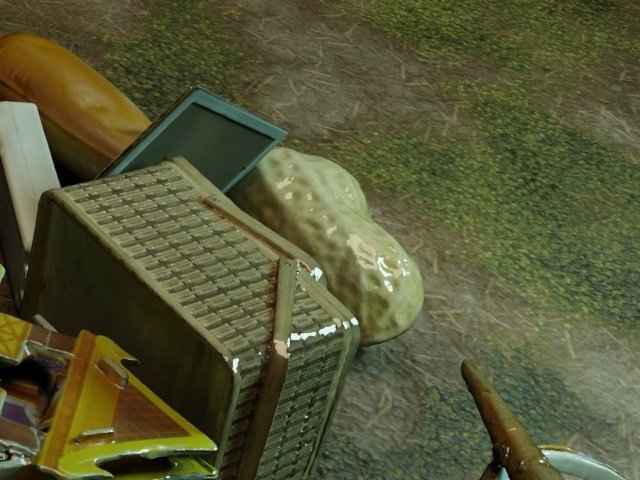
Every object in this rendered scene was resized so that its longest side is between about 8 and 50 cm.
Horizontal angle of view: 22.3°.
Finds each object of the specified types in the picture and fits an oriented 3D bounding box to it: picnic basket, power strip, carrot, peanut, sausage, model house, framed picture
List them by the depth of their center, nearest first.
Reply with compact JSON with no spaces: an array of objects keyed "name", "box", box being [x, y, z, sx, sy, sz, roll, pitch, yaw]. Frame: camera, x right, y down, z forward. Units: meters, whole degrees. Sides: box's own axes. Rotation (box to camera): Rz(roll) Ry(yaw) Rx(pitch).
[{"name":"model house","box":[-0.240,0.190,1.325,0.313,0.242,0.358,18,26,-7]},{"name":"carrot","box":[0.170,0.179,1.416,0.049,0.049,0.254,4,30,-22]},{"name":"picnic basket","box":[-0.123,0.096,1.543,0.175,0.228,0.313,-18,46,-40]},{"name":"framed picture","box":[-0.155,-0.067,1.693,0.017,0.217,0.274,49,8,16]},{"name":"power strip","box":[-0.322,-0.046,1.771,0.058,0.098,0.338,-1,37,-21]},{"name":"peanut","box":[0.000,0.000,1.823,0.152,0.152,0.313,-8,40,-36]},{"name":"sausage","box":[-0.263,-0.128,1.901,0.354,0.116,0.134,36,9,30]}]

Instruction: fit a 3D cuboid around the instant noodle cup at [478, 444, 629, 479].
[{"name":"instant noodle cup","box":[0.198,0.299,1.448,0.215,0.172,0.216,13,31,-8]}]
